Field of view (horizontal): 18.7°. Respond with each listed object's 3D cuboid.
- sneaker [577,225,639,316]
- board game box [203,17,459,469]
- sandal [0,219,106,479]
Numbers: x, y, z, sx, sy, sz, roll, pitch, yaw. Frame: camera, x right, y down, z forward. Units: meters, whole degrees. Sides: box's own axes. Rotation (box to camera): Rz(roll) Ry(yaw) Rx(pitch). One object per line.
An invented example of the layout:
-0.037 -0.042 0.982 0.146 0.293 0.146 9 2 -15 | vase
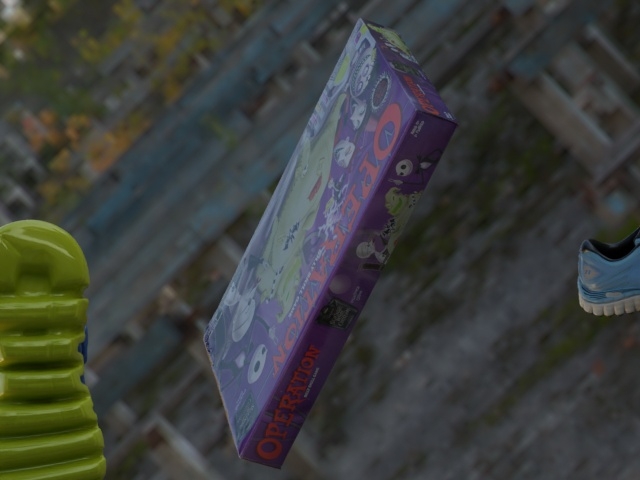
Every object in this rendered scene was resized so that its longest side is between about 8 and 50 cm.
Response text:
0.286 0.014 1.586 0.162 0.073 0.063 -11 17 13 | sneaker
0.000 0.000 1.684 0.347 0.056 0.208 -63 27 19 | board game box
-0.254 0.147 1.720 0.138 0.126 0.317 148 126 -76 | sandal
